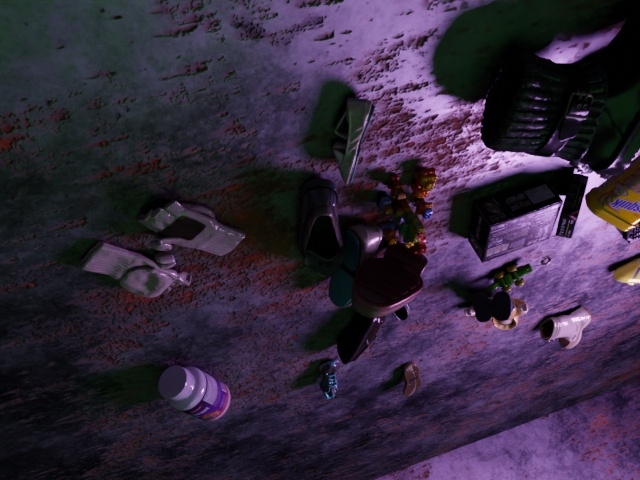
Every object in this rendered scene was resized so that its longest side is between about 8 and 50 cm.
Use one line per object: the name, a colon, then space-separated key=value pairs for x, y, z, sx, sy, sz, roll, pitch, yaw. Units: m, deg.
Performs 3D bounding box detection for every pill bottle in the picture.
pill bottle: x=-0.317 y=0.379 z=1.372 sx=0.108 sy=0.108 sz=0.193 roll=-28 pitch=144 yaw=6

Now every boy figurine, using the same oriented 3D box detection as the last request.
boy figurine: x=0.511 y=0.206 z=1.592 sx=0.177 sy=0.092 sz=0.285 roll=-8 pitch=163 yaw=22

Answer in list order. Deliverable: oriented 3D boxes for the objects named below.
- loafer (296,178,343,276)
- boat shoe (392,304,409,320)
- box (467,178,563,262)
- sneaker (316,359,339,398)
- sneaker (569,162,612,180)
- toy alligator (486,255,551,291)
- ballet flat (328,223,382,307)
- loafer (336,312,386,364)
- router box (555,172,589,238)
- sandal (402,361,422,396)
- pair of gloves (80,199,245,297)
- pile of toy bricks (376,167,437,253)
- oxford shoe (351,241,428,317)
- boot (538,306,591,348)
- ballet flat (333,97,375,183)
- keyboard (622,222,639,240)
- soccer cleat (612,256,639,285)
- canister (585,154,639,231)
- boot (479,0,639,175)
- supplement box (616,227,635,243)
loafer: x=0.000 y=0.000 z=1.067 sx=0.096 sy=0.084 sz=0.267 roll=-7 pitch=140 yaw=-1
boat shoe: x=0.197 y=0.135 z=1.373 sx=0.075 sy=0.065 sz=0.206 roll=-21 pitch=144 yaw=-3
box: x=0.446 y=-0.044 z=1.267 sx=0.180 sy=0.077 sz=0.147 roll=-19 pitch=144 yaw=-5
sneaker: x=0.032 y=0.417 z=1.637 sx=0.065 sy=0.076 sz=0.166 roll=-12 pitch=143 yaw=-16
sneaker: x=0.595 y=-0.193 z=1.165 sx=0.234 sy=0.078 sz=0.106 roll=6 pitch=133 yaw=-39
toy alligator: x=0.547 y=0.091 z=1.524 sx=0.190 sy=0.056 sz=0.051 roll=-29 pitch=-176 yaw=9
ballet flat: x=0.081 y=0.056 z=1.206 sx=0.086 sy=0.086 sz=0.248 roll=-8 pitch=141 yaw=-20
loafer: x=0.116 y=0.261 z=1.477 sx=0.078 sy=0.080 sz=0.220 roll=3 pitch=137 yaw=-30
router box: x=0.584 y=-0.080 z=1.270 sx=0.038 sy=0.122 sz=0.092 roll=16 pitch=153 yaw=23
sandal: x=0.308 y=0.472 z=1.889 sx=0.072 sy=0.049 sz=0.180 roll=-21 pitch=130 yaw=-13
pair of gloves: x=-0.281 y=0.025 z=0.993 sx=0.240 sy=0.042 sz=0.204 roll=-34 pitch=143 yaw=16
pile of toy bricks: x=0.182 y=-0.039 z=1.108 sx=0.118 sy=0.105 sz=0.212 roll=-11 pitch=143 yaw=-16
oxford shoe: x=0.135 y=0.105 z=1.115 sx=0.348 sy=0.123 sz=0.130 roll=-24 pitch=142 yaw=-64
boot: x=0.866 y=0.333 z=1.983 sx=0.165 sy=0.077 sz=0.213 roll=-13 pitch=138 yaw=-15
ballet flat: x=0.047 y=-0.169 z=0.926 sx=0.052 sy=0.057 sz=0.168 roll=14 pitch=133 yaw=-2
keyboard: x=0.793 y=-0.079 z=1.373 sx=0.100 sy=0.038 sz=0.192 roll=-14 pitch=116 yaw=1
soccer cleat: x=1.076 y=0.064 z=1.767 sx=0.289 sy=0.093 sz=0.121 roll=-13 pitch=113 yaw=-6
canister: x=0.674 y=-0.108 z=1.159 sx=0.126 sy=0.073 sz=0.170 roll=26 pitch=139 yaw=-10
boot: x=0.442 y=-0.289 z=0.912 sx=0.260 sy=0.131 sz=0.347 roll=15 pitch=107 yaw=-6
supplement box: x=0.923 y=-0.098 z=1.464 sx=0.239 sy=0.073 sz=0.130 roll=-27 pitch=144 yaw=8
